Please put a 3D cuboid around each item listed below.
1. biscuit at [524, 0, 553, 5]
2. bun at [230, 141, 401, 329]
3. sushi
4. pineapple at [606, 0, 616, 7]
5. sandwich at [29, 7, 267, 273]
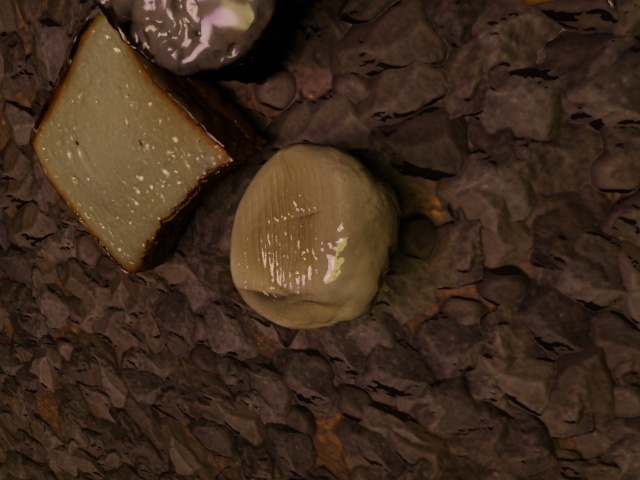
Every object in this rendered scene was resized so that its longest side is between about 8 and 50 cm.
[{"bbox_3d":[0.221,-0.254,0.488,0.081,0.018,0.083,4,106,28],"label":"biscuit"},{"bbox_3d":[0.000,0.000,0.671,0.229,0.145,0.229,-10,75,44],"label":"bun"},{"bbox_3d":[-0.149,-0.337,0.592,0.234,0.207,0.348,-33,97,19],"label":"sushi"},{"bbox_3d":[0.252,-0.311,0.493,0.221,0.047,0.221,8,107,26],"label":"pineapple"},{"bbox_3d":[-0.253,-0.130,0.760,0.301,0.099,0.271,-41,83,37],"label":"sandwich"}]
